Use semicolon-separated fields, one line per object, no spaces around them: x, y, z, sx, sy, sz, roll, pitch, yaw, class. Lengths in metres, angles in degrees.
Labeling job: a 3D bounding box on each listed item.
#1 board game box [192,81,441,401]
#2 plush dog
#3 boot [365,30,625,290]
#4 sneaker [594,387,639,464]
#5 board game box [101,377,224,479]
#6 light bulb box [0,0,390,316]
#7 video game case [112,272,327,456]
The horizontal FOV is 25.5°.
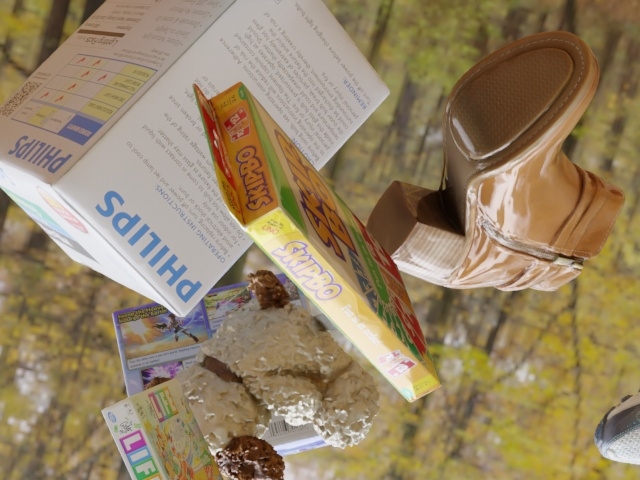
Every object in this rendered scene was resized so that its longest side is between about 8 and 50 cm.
0.000;0.000;0.961;0.259;0.039;0.124;45;-160;-44;board game box
-0.095;0.177;1.700;0.262;0.225;0.210;24;153;41;plush dog
0.198;-0.051;1.234;0.220;0.283;0.109;12;-142;-35;boot
0.435;0.223;1.505;0.283;0.110;0.122;1;-133;-6;sneaker
-0.124;0.170;1.149;0.026;0.103;0.154;-26;177;7;board game box
-0.180;-0.141;1.664;0.225;0.361;0.358;49;165;-28;light bulb box
-0.130;0.186;1.935;0.270;0.244;0.061;-13;156;-5;video game case
